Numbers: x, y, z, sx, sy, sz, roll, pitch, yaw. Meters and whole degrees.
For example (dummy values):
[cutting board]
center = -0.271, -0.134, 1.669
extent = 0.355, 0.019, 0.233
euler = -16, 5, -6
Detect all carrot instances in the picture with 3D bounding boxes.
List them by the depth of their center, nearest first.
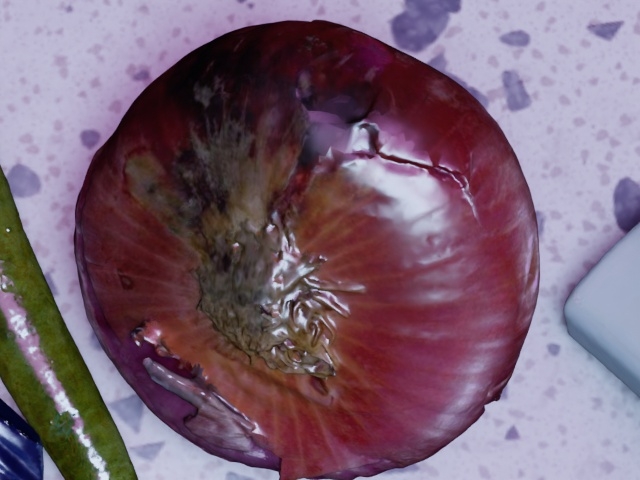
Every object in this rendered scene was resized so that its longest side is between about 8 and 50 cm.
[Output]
[carrot]
center = -0.223, 0.069, 1.253
extent = 0.074, 0.074, 0.359
euler = -26, 88, -12

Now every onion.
[onion]
center = 0.000, 0.000, 1.221
extent = 0.347, 0.285, 0.348
euler = 6, 107, 21

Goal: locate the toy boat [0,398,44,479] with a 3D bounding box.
[toy boat]
center = -0.356, 0.198, 1.217
extent = 0.318, 0.072, 0.219
euler = -28, 83, 2

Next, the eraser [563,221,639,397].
[eraser]
center = 0.349, 0.091, 1.252
extent = 0.189, 0.104, 0.290
euler = -41, 57, -6
